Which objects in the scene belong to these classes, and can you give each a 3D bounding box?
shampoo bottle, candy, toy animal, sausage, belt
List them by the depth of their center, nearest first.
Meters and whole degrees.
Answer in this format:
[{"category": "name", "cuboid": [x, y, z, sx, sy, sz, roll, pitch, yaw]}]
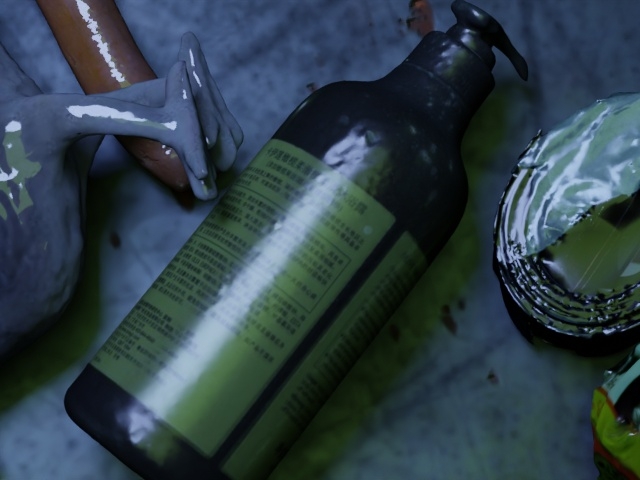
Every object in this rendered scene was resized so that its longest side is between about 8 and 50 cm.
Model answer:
[{"category": "candy", "cuboid": [0.243, 0.015, 0.784, 0.305, 0.083, 0.091, -48, 63, 18]}, {"category": "toy animal", "cuboid": [-0.140, -0.049, 0.812, 0.206, 0.081, 0.367, -3, 87, 17]}, {"category": "shampoo bottle", "cuboid": [0.000, 0.000, 0.819, 0.101, 0.101, 0.284, 37, 81, 5]}, {"category": "belt", "cuboid": [0.143, -0.009, 0.847, 0.105, 0.058, 0.140, 37, 85, 11]}, {"category": "sausage", "cuboid": [-0.109, -0.102, 0.867, 0.047, 0.040, 0.177, -22, 78, -46]}]
